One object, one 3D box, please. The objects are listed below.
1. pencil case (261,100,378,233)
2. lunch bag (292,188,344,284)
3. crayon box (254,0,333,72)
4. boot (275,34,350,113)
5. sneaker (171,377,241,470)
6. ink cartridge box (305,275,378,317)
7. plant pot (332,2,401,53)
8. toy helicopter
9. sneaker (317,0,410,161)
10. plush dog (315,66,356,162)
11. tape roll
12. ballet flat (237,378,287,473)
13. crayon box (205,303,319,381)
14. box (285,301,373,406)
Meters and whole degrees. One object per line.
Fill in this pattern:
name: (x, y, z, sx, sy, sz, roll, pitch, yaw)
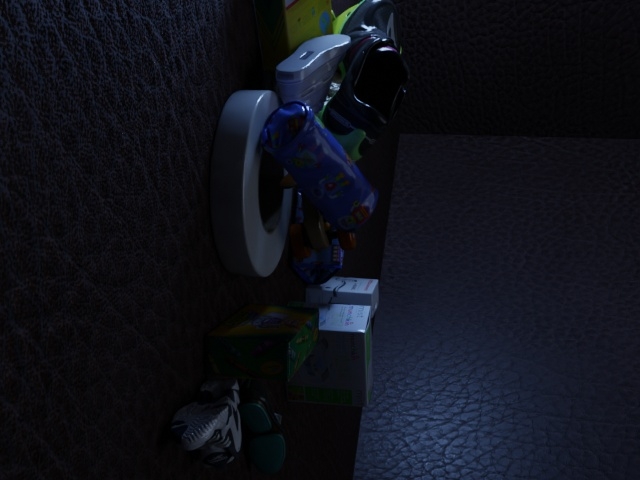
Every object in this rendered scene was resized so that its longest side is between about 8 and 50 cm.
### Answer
pencil case: (-0.001, -0.142, 1.565, 0.306, 0.133, 0.119, 47, 18, -41)
lunch bag: (0.000, 0.000, 2.210, 0.293, 0.138, 0.220, 85, 8, -76)
crayon box: (-0.057, -0.513, 1.727, 0.202, 0.081, 0.318, -51, 146, -41)
boot: (-0.013, -0.358, 1.700, 0.258, 0.095, 0.123, -44, 139, -43)
sneaker: (-0.193, 0.355, 1.377, 0.235, 0.094, 0.153, -80, 163, -79)
ink cartridge box: (0.068, 0.168, 2.342, 0.148, 0.203, 0.085, -49, 141, -72)
plant pot: (0.111, -0.557, 2.307, 0.228, 0.207, 0.227, 60, 34, -54)
toy helicopter: (-0.019, -0.147, 1.776, 0.235, 0.140, 0.355, 62, 20, -54)
sneaker: (0.134, -0.392, 1.788, 0.185, 0.202, 0.482, 30, 53, -27)
plush dog: (0.028, -0.346, 2.041, 0.225, 0.211, 0.262, -79, -178, -47)
tape roll: (-0.134, -0.118, 1.611, 0.392, 0.072, 0.391, 4, 90, -78)
ballet flat: (-0.127, 0.410, 1.740, 0.096, 0.095, 0.280, -92, 176, -50)
crayon box: (-0.110, 0.200, 1.571, 0.278, 0.166, 0.081, -37, 129, -76)
box: (0.022, 0.306, 2.088, 0.126, 0.231, 0.261, -69, 160, -57)
